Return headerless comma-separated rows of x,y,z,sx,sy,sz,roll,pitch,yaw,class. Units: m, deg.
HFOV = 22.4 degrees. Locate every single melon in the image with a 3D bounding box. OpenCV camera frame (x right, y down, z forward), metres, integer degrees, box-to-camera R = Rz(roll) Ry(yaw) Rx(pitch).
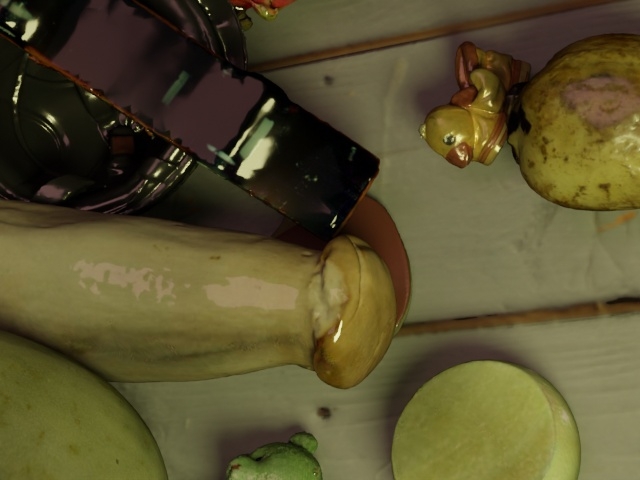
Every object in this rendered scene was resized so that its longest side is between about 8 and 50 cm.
-0.255,0.202,1.270,0.272,0.308,0.272,-27,14,8,melon

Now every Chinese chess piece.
0.124,0.160,1.210,0.144,0.058,0.144,-12,61,23,Chinese chess piece

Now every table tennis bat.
0.000,0.000,1.389,0.138,0.022,0.246,-28,57,15,table tennis bat

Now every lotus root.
0.246,-0.089,1.228,0.214,0.138,0.138,0,66,18,lotus root

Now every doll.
-0.064,0.214,1.287,0.150,0.077,0.115,-36,42,24,doll

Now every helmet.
-0.193,-0.132,1.468,0.279,0.160,0.230,-34,86,1,helmet

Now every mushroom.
-0.131,0.054,1.336,0.407,0.154,0.137,7,27,25,mushroom

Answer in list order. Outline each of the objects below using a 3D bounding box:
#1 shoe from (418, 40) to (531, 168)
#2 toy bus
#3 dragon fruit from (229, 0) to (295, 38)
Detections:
0.127,-0.111,1.339,0.069,0.072,0.109,29,86,-2,shoe
-0.140,-0.138,1.342,0.409,0.092,0.093,33,87,3,toy bus
-0.041,-0.274,1.479,0.172,0.160,0.166,-38,88,27,dragon fruit
